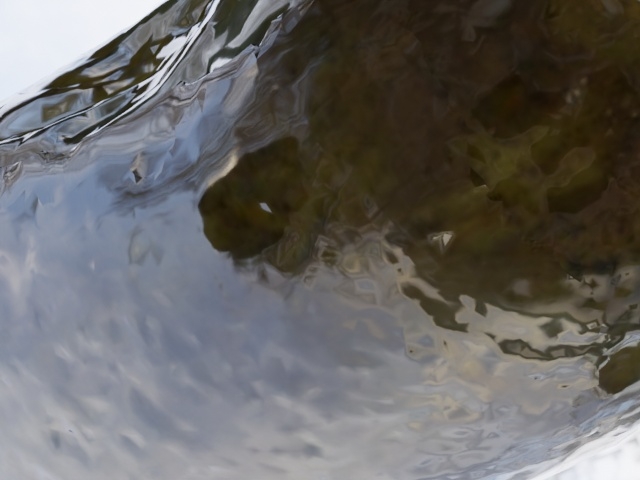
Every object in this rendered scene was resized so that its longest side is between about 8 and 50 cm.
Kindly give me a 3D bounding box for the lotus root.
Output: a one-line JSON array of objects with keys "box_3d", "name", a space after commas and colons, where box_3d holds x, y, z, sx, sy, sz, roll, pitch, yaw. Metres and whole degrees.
[{"box_3d": [0.000, 0.000, 0.493, 0.160, 0.275, 0.152, -30, -90, -46], "name": "lotus root"}]
